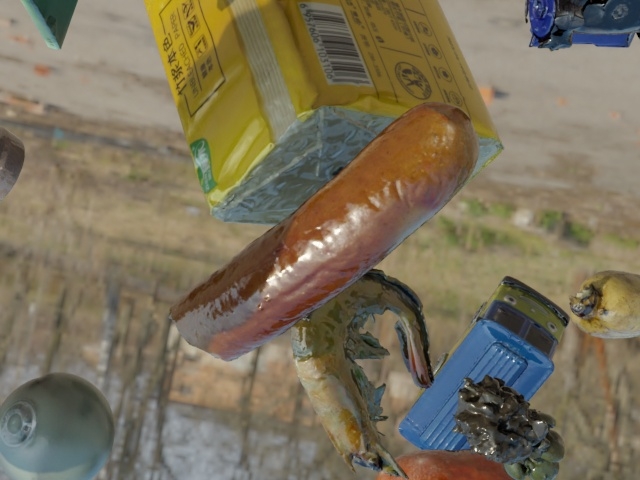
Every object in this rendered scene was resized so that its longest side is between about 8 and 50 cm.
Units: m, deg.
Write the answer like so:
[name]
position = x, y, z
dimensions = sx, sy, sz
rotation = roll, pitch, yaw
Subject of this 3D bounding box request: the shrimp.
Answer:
[shrimp]
position = 0.058, 0.140, 1.402
dimensions = 0.058, 0.173, 0.253
rotation = 13, 138, 58

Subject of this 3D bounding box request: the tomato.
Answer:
[tomato]
position = 0.163, 0.336, 1.623
dimensions = 0.237, 0.095, 0.236
rotation = 3, 134, 3

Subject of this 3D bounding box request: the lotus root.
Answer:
[lotus root]
position = 0.275, 0.059, 1.186
dimensions = 0.152, 0.063, 0.072
rotation = 7, 172, -40

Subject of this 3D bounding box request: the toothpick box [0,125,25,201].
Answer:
[toothpick box]
position = -0.387, -0.102, 1.306
dimensions = 0.098, 0.098, 0.149
rotation = 7, 157, 42

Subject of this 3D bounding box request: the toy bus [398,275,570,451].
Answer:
[toy bus]
position = 0.263, 0.216, 2.069
dimensions = 0.138, 0.287, 0.175
rotation = 34, -145, 3

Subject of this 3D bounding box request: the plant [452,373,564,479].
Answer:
[plant]
position = 0.184, 0.182, 1.212
dimensions = 0.087, 0.085, 0.174
rotation = -18, 144, 24

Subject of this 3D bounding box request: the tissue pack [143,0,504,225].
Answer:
[tissue pack]
position = -0.013, -0.214, 1.424
dimensions = 0.293, 0.382, 0.228
rotation = 5, 144, -40

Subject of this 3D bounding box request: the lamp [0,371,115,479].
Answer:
[lamp]
position = -0.230, 0.166, 1.116
dimensions = 0.105, 0.105, 0.105
rotation = 11, 175, 1

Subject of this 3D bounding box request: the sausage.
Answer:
[sausage]
position = 0.000, 0.002, 1.021
dimensions = 0.076, 0.302, 0.103
rotation = 46, -157, -16

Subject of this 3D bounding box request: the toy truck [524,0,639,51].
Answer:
[toy truck]
position = 0.264, -0.280, 1.197
dimensions = 0.161, 0.213, 0.177
rotation = -2, -137, -17

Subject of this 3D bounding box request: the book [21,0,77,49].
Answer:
[book]
position = -0.229, -0.234, 1.121
dimensions = 0.017, 0.103, 0.135
rotation = 16, 171, 2
